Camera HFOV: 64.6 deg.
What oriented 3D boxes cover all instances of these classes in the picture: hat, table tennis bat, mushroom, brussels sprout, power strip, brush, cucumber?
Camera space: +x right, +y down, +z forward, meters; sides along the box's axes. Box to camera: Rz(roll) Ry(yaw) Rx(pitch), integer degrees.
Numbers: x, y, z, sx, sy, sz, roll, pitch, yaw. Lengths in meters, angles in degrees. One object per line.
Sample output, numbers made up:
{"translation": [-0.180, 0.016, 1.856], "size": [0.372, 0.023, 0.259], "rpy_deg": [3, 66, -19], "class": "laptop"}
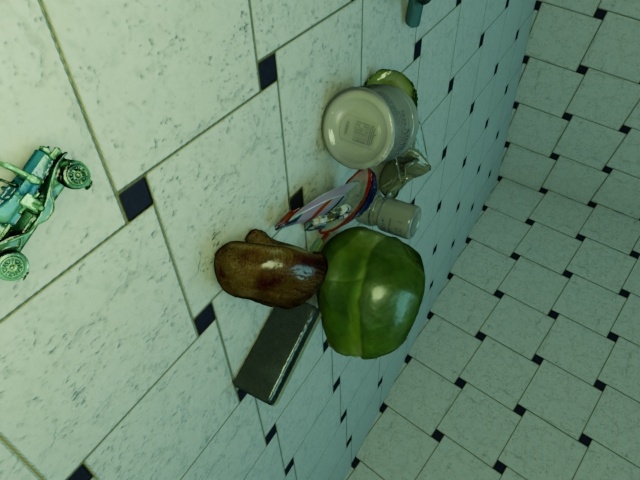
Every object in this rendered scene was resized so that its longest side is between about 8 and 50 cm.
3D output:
{"translation": [0.228, -0.254, 1.529], "size": [0.214, 0.149, 0.244], "rpy_deg": [-28, 98, -49], "class": "hat"}
{"translation": [0.245, -0.636, 1.167], "size": [0.329, 0.044, 0.215], "rpy_deg": [98, -10, -65], "class": "table tennis bat"}
{"translation": [-0.089, 0.065, 0.945], "size": [0.231, 0.194, 0.138], "rpy_deg": [10, 100, -55], "class": "mushroom"}
{"translation": [0.125, 0.120, 1.308], "size": [0.371, 0.276, 0.314], "rpy_deg": [-83, 174, -78], "class": "brussels sprout"}
{"translation": [-0.094, 0.249, 1.193], "size": [0.256, 0.105, 0.070], "rpy_deg": [-62, 157, -15], "class": "power strip"}
{"translation": [0.000, 0.000, 1.297], "size": [0.083, 0.019, 0.021], "rpy_deg": [-51, 141, -32], "class": "brush"}
{"translation": [0.192, -0.341, 1.315], "size": [0.134, 0.134, 0.244], "rpy_deg": [-70, 161, 3], "class": "cucumber"}

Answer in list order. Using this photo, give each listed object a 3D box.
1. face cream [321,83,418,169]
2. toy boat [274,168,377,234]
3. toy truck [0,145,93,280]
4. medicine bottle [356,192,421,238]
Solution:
{"translation": [0.110, -0.254, 1.123], "size": [0.153, 0.177, 0.177], "rpy_deg": [-31, 137, -53], "class": "face cream"}
{"translation": [0.027, -0.091, 1.148], "size": [0.219, 0.072, 0.318], "rpy_deg": [-42, 162, 16], "class": "toy boat"}
{"translation": [-0.316, -0.035, 0.522], "size": [0.078, 0.080, 0.154], "rpy_deg": [43, 69, -42], "class": "toy truck"}
{"translation": [0.201, -0.075, 1.481], "size": [0.105, 0.168, 0.105], "rpy_deg": [-48, 149, -41], "class": "medicine bottle"}
